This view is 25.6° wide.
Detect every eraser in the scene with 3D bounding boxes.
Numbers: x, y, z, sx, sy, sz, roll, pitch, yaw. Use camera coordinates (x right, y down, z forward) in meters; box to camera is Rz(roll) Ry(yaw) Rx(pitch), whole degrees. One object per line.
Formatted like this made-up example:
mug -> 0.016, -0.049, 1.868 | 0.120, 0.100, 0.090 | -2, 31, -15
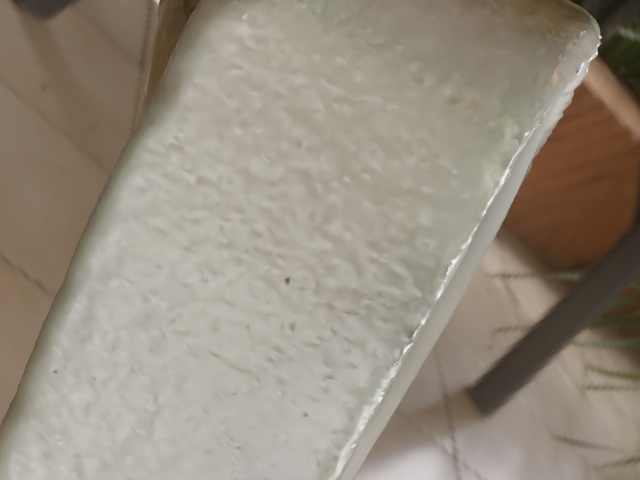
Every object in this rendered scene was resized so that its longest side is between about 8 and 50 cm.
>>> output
eraser -> 0.000, 0.000, 0.675 | 0.150, 0.331, 0.331 | 30, 19, 8

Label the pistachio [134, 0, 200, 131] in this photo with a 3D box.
pistachio -> -0.061, -0.076, 0.964 | 0.144, 0.144, 0.215 | 11, 68, -60
